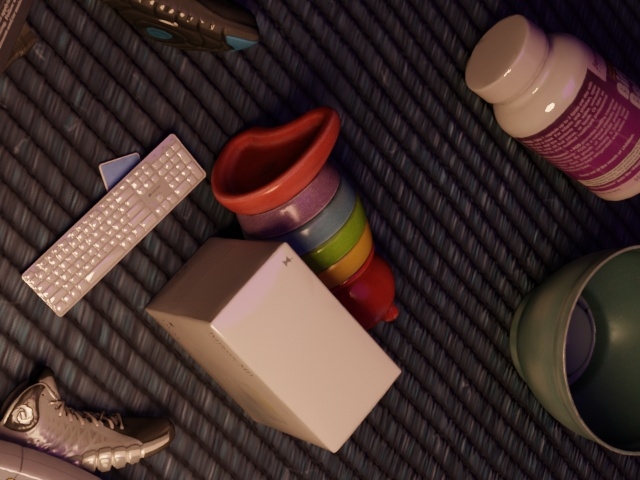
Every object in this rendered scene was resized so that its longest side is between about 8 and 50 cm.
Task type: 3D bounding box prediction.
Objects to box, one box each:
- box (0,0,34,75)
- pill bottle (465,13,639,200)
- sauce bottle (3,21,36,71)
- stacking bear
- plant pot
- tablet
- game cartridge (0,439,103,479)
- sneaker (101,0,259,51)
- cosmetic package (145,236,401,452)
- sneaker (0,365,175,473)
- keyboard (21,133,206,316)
[{"bbox_3d":[-0.409,-0.350,1.064,0.312,0.179,0.343,61,42,-60],"label":"box"},{"bbox_3d":[0.360,-0.196,1.611,0.302,0.169,0.169,30,77,-26],"label":"pill bottle"},{"bbox_3d":[-0.450,-0.123,1.204,0.111,0.111,0.344,45,70,-22],"label":"sauce bottle"},{"bbox_3d":[0.000,0.000,1.429,0.289,0.175,0.164,56,37,-31],"label":"stacking bear"},{"bbox_3d":[0.402,0.149,1.625,0.293,0.196,0.293,-1,92,-29],"label":"plant pot"},{"bbox_3d":[-0.238,-0.062,1.379,0.054,0.006,0.083,-22,102,-27],"label":"tablet"},{"bbox_3d":[-0.317,0.345,1.267,0.297,0.062,0.198,36,101,-25],"label":"game cartridge"},{"bbox_3d":[-0.212,-0.330,1.322,0.341,0.125,0.139,21,76,-30],"label":"sneaker"},{"bbox_3d":[-0.062,0.120,1.354,0.224,0.225,0.138,48,69,-20],"label":"cosmetic package"},{"bbox_3d":[-0.286,0.207,1.315,0.229,0.086,0.132,-11,94,-27],"label":"sneaker"},{"bbox_3d":[-0.249,-0.021,1.362,0.256,0.014,0.072,-46,110,-16],"label":"keyboard"}]
